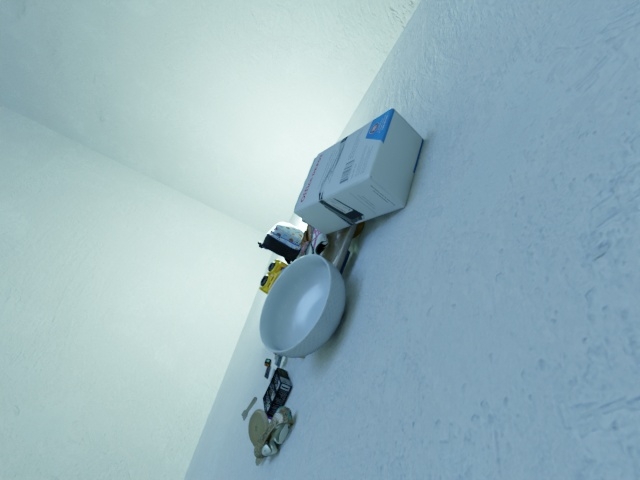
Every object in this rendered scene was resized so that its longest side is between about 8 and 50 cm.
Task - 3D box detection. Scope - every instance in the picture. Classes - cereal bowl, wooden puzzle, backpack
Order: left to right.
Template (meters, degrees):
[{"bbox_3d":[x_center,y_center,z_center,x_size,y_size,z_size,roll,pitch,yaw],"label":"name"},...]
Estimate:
[{"bbox_3d":[-0.229,-0.001,2.674,0.213,0.276,0.263,-57,5,11],"label":"backpack"},{"bbox_3d":[-0.040,0.220,1.339,0.338,0.141,0.339,-35,37,32],"label":"cereal bowl"},{"bbox_3d":[0.055,0.009,1.598,0.347,0.080,0.322,-11,55,66],"label":"wooden puzzle"}]

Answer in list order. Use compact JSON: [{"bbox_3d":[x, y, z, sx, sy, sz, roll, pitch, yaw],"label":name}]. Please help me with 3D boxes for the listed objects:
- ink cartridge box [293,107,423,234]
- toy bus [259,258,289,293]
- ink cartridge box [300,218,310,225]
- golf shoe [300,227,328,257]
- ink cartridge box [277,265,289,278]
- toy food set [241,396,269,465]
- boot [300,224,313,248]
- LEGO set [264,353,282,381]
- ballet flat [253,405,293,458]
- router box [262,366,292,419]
[{"bbox_3d":[0.117,-0.212,1.391,0.394,0.166,0.286,-18,44,51],"label":"ink cartridge box"},{"bbox_3d":[-0.243,0.235,2.492,0.220,0.149,0.211,-63,23,-10],"label":"toy bus"},{"bbox_3d":[0.062,-0.182,1.823,0.311,0.185,0.065,-64,8,-4],"label":"ink cartridge box"},{"bbox_3d":[0.000,0.000,1.555,0.186,0.085,0.068,-63,-32,-32],"label":"golf shoe"},{"bbox_3d":[-0.066,0.177,1.566,0.082,0.190,0.139,-65,10,-13],"label":"ink cartridge box"},{"bbox_3d":[-0.204,0.641,1.418,0.132,0.038,0.192,-57,42,23],"label":"toy food set"},{"bbox_3d":[-0.044,-0.063,2.214,0.284,0.108,0.220,-109,34,-41],"label":"boot"},{"bbox_3d":[-0.162,0.454,1.624,0.244,0.060,0.183,79,-156,-64],"label":"LEGO set"},{"bbox_3d":[-0.144,0.604,1.270,0.206,0.073,0.067,-65,32,15],"label":"ballet flat"},{"bbox_3d":[-0.160,0.553,1.516,0.133,0.046,0.179,-65,10,-4],"label":"router box"}]
